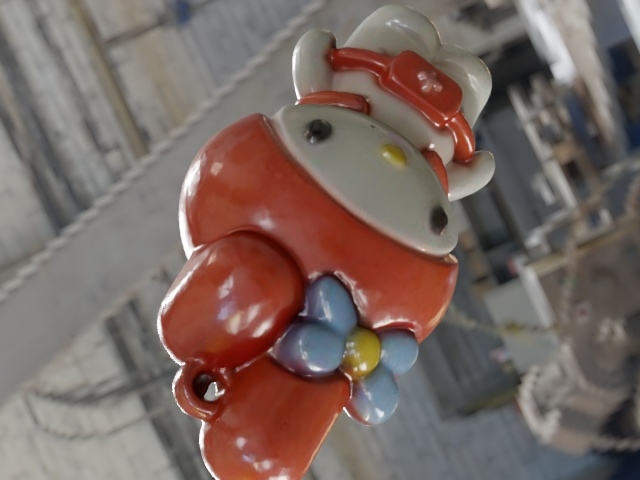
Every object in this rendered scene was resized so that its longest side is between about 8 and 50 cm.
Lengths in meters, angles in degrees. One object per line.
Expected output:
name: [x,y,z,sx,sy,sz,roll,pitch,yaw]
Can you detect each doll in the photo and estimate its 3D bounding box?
doll: [0.000,0.000,1.068,0.161,0.290,0.130,38,148,-12]
